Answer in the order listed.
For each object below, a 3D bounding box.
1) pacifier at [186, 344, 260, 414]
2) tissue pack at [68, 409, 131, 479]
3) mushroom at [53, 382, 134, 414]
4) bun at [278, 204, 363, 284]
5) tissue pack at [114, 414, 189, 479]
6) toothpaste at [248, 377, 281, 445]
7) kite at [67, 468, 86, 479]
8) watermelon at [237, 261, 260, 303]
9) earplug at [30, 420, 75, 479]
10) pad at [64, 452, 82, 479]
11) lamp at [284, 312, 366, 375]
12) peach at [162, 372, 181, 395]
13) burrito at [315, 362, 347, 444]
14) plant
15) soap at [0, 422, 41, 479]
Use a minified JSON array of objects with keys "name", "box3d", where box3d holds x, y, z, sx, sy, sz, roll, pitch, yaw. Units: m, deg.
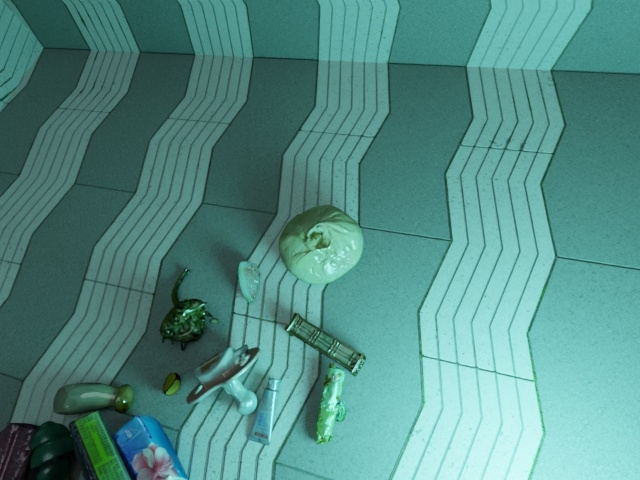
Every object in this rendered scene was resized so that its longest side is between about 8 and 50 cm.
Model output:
[{"name":"pacifier","box3d":[-0.350,0.522,1.705,0.332,0.220,0.273,-33,60,10]},{"name":"tissue pack","box3d":[-0.745,0.834,1.591,0.124,0.288,0.394,-21,56,-35]},{"name":"mushroom","box3d":[-0.926,0.636,1.831,0.350,0.128,0.128,-2,63,7]},{"name":"bun","box3d":[0.000,0.000,1.902,0.361,0.213,0.361,-4,65,9]},{"name":"tissue pack","box3d":[-0.601,0.782,1.638,0.137,0.209,0.270,-36,60,-18]},{"name":"toothpaste","box3d":[-0.203,0.640,1.710,0.089,0.057,0.234,9,72,18]},{"name":"kite","box3d":[-0.854,0.973,1.695,0.310,0.015,0.169,37,77,24]},{"name":"watermelon","box3d":[-0.310,0.183,1.961,0.094,0.081,0.180,4,79,-3]},{"name":"earplug","box3d":[-1.043,0.832,1.702,0.258,0.164,0.280,-11,69,-20]},{"name":"pad","box3d":[-0.991,0.905,1.768,0.113,0.006,0.187,19,69,21]},{"name":"lamp","box3d":[0.017,0.401,1.761,0.325,0.089,0.090,28,73,24]},{"name":"peach","box3d":[-0.592,0.579,1.823,0.077,0.050,0.083,-18,48,30]},{"name":"burrito","box3d":[0.048,0.599,1.656,0.104,0.054,0.288,13,73,1]},{"name":"plant","box3d":[-0.587,0.307,1.961,0.251,0.180,0.333,-42,29,-3]},{"name":"soap","box3d":[-1.205,0.881,1.758,0.220,0.127,0.324,3,65,14]}]
